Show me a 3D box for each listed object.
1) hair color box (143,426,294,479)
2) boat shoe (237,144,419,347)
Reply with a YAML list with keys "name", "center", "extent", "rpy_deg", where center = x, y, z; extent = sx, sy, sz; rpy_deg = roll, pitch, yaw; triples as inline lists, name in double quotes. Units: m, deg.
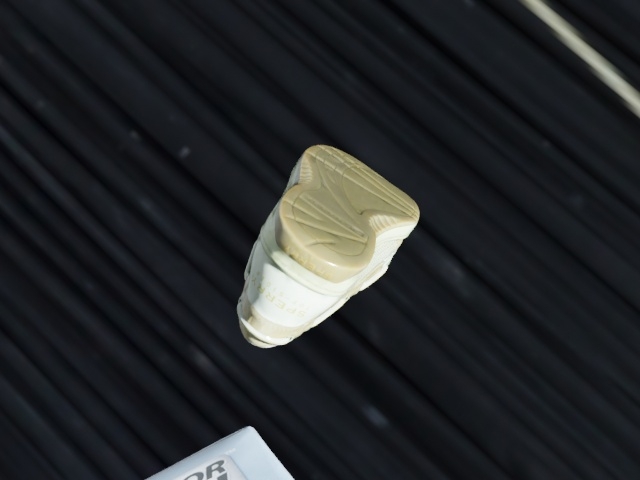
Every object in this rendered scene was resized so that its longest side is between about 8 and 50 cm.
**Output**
- name: "hair color box"
  center: [0.023, 0.237, 0.603]
  extent: [0.113, 0.374, 0.185]
  rpy_deg: [-27, 119, -13]
- name: "boat shoe"
  center: [0.001, 0.001, 0.711]
  extent: [0.048, 0.056, 0.153]
  rpy_deg: [-56, -179, 19]
